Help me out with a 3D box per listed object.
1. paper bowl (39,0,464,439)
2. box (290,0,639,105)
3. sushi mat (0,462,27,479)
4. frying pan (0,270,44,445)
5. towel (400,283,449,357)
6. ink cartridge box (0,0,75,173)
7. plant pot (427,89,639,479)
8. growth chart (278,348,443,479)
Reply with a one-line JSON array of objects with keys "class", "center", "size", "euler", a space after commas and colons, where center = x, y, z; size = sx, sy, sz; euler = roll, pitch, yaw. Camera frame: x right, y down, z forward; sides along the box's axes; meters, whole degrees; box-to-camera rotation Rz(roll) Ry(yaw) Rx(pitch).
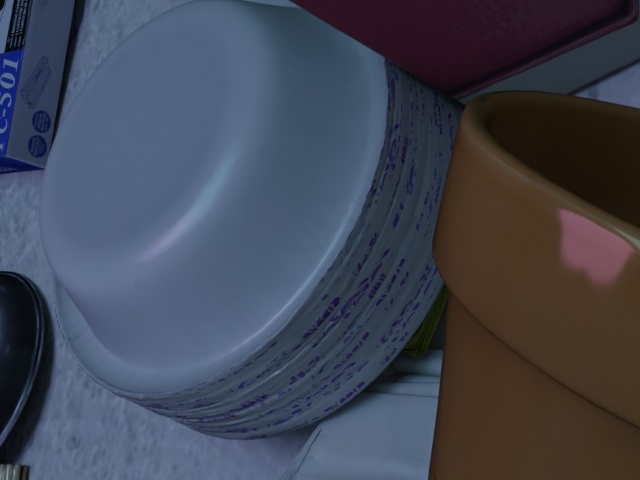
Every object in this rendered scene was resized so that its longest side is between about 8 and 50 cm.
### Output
[{"class": "paper bowl", "center": [-0.059, -0.032, 0.897], "size": [0.284, 0.148, 0.284], "euler": [-24, 50, 33]}, {"class": "box", "center": [0.072, -0.186, 0.805], "size": [0.127, 0.232, 0.148], "euler": [-24, 58, 36]}, {"class": "sushi mat", "center": [-0.290, 0.325, 1.104], "size": [0.151, 0.019, 0.316], "euler": [-16, 63, 41]}, {"class": "frying pan", "center": [-0.328, 0.165, 1.167], "size": [0.197, 0.053, 0.326], "euler": [23, 81, 50]}, {"class": "towel", "center": [0.000, 0.000, 0.942], "size": [0.237, 0.021, 0.102], "euler": [17, 84, 50]}, {"class": "ink cartridge box", "center": [-0.261, -0.162, 1.250], "size": [0.097, 0.046, 0.207], "euler": [-2, 76, 44]}, {"class": "plant pot", "center": [0.165, 0.082, 0.593], "size": [0.291, 0.291, 0.203], "euler": [37, 117, 46]}, {"class": "growth chart", "center": [0.030, 0.142, 0.793], "size": [0.172, 0.021, 0.237], "euler": [9, 51, 50]}]
